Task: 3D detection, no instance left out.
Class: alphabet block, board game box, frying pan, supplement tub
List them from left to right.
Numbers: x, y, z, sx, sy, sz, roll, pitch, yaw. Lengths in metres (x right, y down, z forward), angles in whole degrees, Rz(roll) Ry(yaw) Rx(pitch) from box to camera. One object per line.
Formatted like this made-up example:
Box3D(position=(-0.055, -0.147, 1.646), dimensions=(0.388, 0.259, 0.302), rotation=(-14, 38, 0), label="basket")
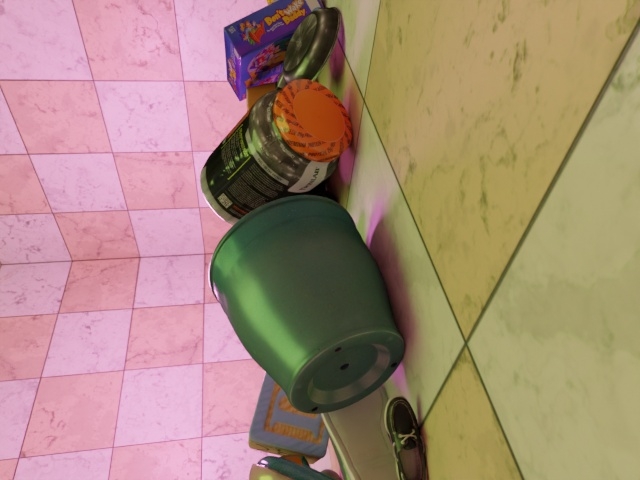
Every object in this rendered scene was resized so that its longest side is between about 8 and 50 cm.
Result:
Box3D(position=(-0.131, -0.502, 1.275), dimensions=(0.078, 0.234, 0.347), rotation=(60, 171, -4), label="board game box")
Box3D(position=(-0.099, -0.174, 1.021), dimensions=(0.338, 0.207, 0.206), rotation=(-30, 60, 49), label="supplement tub")
Box3D(position=(-0.070, 0.440, 1.225), dimensions=(0.197, 0.193, 0.193), rotation=(107, 179, -60), label="alphabet block")
Box3D(position=(-0.062, -0.398, 1.091), dimensions=(0.326, 0.053, 0.197), rotation=(-22, 54, 51), label="frying pan")

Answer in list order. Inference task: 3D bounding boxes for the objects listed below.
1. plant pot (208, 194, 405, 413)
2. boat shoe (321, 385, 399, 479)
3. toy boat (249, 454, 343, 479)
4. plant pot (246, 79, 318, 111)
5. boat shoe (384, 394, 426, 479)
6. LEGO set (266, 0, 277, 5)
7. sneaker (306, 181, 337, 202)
Box3D(position=(-0.007, 0.110, 0.754), dimensions=(0.255, 0.272, 0.271), rotation=(-124, 29, -42), label="plant pot")
Box3D(position=(0.062, 0.325, 0.768), dimensions=(0.319, 0.117, 0.098), rotation=(-114, 26, -51), label="boat shoe")
Box3D(position=(-0.022, 0.578, 1.119), dimensions=(0.148, 0.268, 0.318), rotation=(-62, -26, -29), label="toy boat")
Box3D(position=(-0.110, -0.360, 1.350), dimensions=(0.205, 0.188, 0.204), rotation=(177, 90, -80), label="plant pot")
Box3D(position=(0.115, 0.270, 0.641), dimensions=(0.038, 0.046, 0.125), rotation=(172, 92, -80), label="boat shoe")
Box3D(position=(-0.053, -0.650, 1.233), dimensions=(0.287, 0.107, 0.132), rotation=(-18, 74, 61), label="LEGO set")
Box3D(position=(-0.026, -0.097, 1.207), dimensions=(0.286, 0.109, 0.130), rotation=(-102, 7, -51), label="sneaker")
